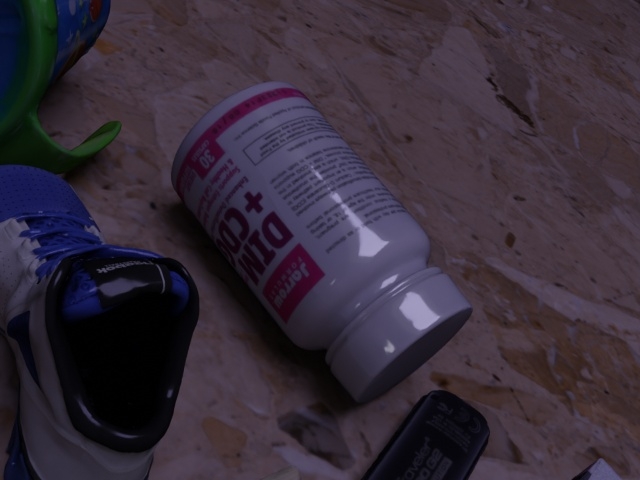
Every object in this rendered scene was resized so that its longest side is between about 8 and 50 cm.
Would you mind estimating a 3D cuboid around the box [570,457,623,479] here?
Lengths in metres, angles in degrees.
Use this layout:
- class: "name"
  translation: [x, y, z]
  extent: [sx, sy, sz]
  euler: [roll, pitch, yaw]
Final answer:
- class: "box"
  translation: [0.229, 0.321, 0.646]
  extent: [0.163, 0.142, 0.247]
  euler: [-22, 64, -47]

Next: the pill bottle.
- class: "pill bottle"
  translation: [0.000, 0.000, 0.806]
  extent: [0.160, 0.160, 0.283]
  euler: [-19, 62, -46]

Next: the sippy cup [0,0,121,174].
- class: "sippy cup"
  translation: [-0.308, -0.221, 0.783]
  extent: [0.240, 0.305, 0.224]
  euler: [6, 26, 9]

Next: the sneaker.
- class: "sneaker"
  translation: [-0.165, 0.043, 0.623]
  extent: [0.128, 0.182, 0.315]
  euler: [3, 48, -36]

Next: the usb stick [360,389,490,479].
- class: "usb stick"
  translation: [0.066, 0.219, 0.716]
  extent: [0.077, 0.045, 0.278]
  euler: [35, 37, 12]

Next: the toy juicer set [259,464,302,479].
- class: "toy juicer set"
  translation: [-0.095, 0.285, 0.484]
  extent: [0.209, 0.089, 0.329]
  euler: [-11, 31, 0]
